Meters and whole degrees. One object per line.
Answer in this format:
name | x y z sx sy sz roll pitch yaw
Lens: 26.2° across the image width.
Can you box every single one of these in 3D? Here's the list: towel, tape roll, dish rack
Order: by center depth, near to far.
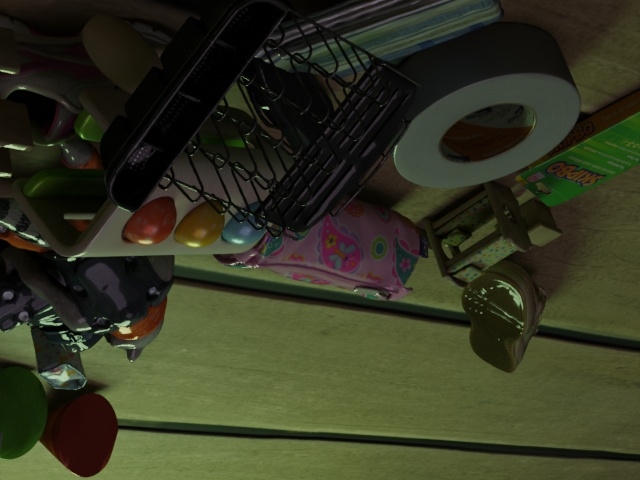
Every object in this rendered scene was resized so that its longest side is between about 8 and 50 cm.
dish rack | -0.036 -0.093 1.153 0.271 0.074 0.208 23 114 -43
towel | 0.065 -0.203 1.298 0.209 0.034 0.285 -17 179 13
tape roll | 0.178 -0.148 1.546 0.219 0.072 0.219 -12 152 -6

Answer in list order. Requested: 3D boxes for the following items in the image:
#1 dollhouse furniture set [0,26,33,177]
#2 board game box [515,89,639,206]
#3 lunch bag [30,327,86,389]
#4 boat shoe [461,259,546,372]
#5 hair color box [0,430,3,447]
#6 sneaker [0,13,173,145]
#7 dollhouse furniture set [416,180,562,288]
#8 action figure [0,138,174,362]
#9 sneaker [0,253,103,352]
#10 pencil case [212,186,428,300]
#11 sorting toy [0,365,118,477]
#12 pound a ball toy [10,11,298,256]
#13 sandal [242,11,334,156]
dollhouse furniture set | -0.370 -0.118 1.129 0.161 0.242 0.212 9 143 -38
board game box | 0.376 -0.127 1.727 0.259 0.039 0.124 -31 148 20
lunch bag | -0.344 0.156 1.819 0.053 0.071 0.083 -23 152 9
boat shoe | 0.280 0.095 2.027 0.098 0.109 0.302 -52 158 -19
hair color box | -0.597 0.283 1.687 0.374 0.185 0.113 23 138 -25
sneaker | -0.233 -0.139 1.301 0.252 0.111 0.103 -2 149 -25
dollhouse furniture set | 0.213 0.024 1.842 0.182 0.101 0.161 -34 147 30
action figure | -0.296 0.030 1.483 0.341 0.178 0.330 -36 131 6
sneaker | -0.366 0.092 1.678 0.226 0.086 0.163 -15 151 -2
pencil case | 0.000 0.000 1.670 0.284 0.124 0.124 16 138 -44
sorting toy | -0.451 0.242 1.925 0.126 0.127 0.365 1 163 37
pound a ball toy | -0.130 -0.077 1.278 0.208 0.136 0.319 -49 159 20
sandal | -0.044 -0.153 1.409 0.054 0.097 0.254 5 156 18
